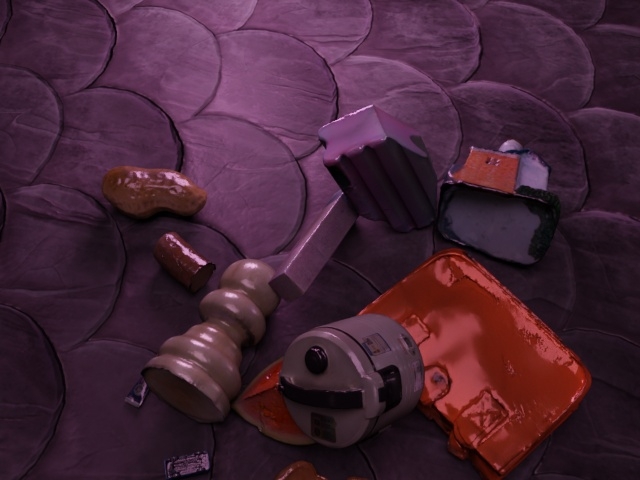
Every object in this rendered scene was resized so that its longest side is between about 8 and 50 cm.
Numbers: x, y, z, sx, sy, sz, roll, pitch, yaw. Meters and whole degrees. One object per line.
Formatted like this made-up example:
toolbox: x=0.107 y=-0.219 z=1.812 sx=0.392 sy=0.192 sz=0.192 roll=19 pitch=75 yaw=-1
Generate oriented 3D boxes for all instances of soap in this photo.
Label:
soap: x=0.146 y=-0.143 z=1.567 sx=0.192 sy=0.324 sz=0.109 roll=-21 pitch=52 yaw=15

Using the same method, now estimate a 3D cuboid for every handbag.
handbag: x=0.298 y=0.233 z=1.452 sx=0.303 sy=0.116 sz=0.410 roll=-35 pitch=66 yaw=-19

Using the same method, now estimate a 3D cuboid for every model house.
model house: x=0.419 y=-0.120 z=1.650 sx=0.253 sy=0.185 sz=0.291 roll=15 pitch=46 yaw=15

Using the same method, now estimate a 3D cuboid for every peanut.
peanut: x=-0.375 y=-0.104 z=1.650 sx=0.236 sy=0.110 sz=0.120 roll=10 pitch=38 yaw=-3

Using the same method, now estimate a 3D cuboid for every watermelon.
watermelon: x=-0.058 y=0.316 z=1.410 sx=0.193 sy=0.137 sz=0.145 roll=-39 pitch=97 yaw=-4

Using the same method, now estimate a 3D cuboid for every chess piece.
chess piece: x=-0.192 y=0.179 z=1.459 sx=0.182 sy=0.182 sz=0.330 roll=22 pitch=56 yaw=12

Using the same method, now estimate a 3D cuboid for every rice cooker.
rice cooker: x=0.056 y=0.253 z=1.319 sx=0.244 sy=0.226 sz=0.226 roll=-6 pitch=50 yaw=-50

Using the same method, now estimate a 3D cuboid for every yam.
yam: x=-0.296 y=0.048 z=1.577 sx=0.127 sy=0.084 sz=0.084 roll=36 pitch=65 yaw=22

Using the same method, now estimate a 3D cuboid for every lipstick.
lipstick: x=0.000 y=0.000 z=1.554 sx=0.066 sy=0.068 sz=0.317 roll=46 pitch=46 yaw=-12

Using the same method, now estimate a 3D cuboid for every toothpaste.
toothpaste: x=-0.344 y=0.271 z=1.475 sx=0.037 sy=0.021 sz=0.140 roll=22 pitch=64 yaw=17

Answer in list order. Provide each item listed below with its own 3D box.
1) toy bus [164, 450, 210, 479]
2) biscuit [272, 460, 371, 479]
toy bus: x=-0.248 y=0.425 z=1.371 sx=0.083 sy=0.046 sz=0.038 roll=-11 pitch=60 yaw=-5
biscuit: x=-0.038 y=0.553 z=1.298 sx=0.375 sy=0.051 sz=0.269 roll=-33 pitch=67 yaw=-19
